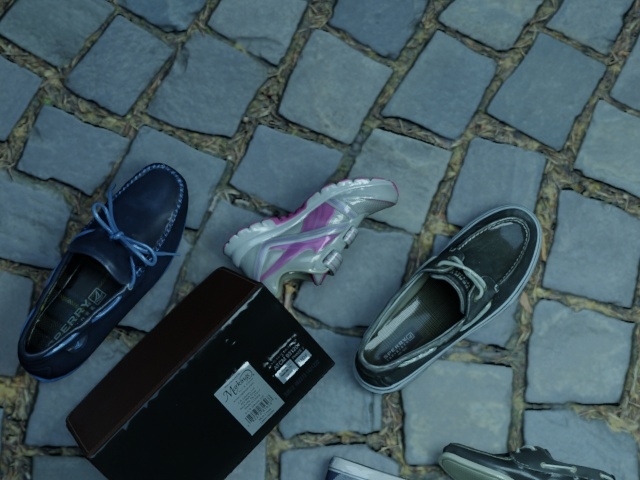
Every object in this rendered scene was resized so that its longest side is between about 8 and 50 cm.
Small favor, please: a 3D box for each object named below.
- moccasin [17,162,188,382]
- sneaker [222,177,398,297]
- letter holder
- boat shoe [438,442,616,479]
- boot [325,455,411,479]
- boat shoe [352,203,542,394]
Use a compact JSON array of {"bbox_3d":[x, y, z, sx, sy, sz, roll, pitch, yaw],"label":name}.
[{"bbox_3d":[-0.284,0.042,1.654,0.137,0.117,0.342,26,77,8],"label":"moccasin"},{"bbox_3d":[0.000,0.000,1.675,0.252,0.103,0.111,-27,79,1],"label":"sneaker"},{"bbox_3d":[-0.167,0.197,1.607,0.302,0.214,0.152,-45,110,-11],"label":"letter holder"},{"bbox_3d":[0.269,0.306,1.592,0.233,0.084,0.079,17,59,7],"label":"boat shoe"},{"bbox_3d":[0.092,0.349,1.591,0.190,0.069,0.086,16,82,14],"label":"boot"},{"bbox_3d":[0.179,0.076,1.631,0.121,0.119,0.335,41,79,12],"label":"boat shoe"}]
